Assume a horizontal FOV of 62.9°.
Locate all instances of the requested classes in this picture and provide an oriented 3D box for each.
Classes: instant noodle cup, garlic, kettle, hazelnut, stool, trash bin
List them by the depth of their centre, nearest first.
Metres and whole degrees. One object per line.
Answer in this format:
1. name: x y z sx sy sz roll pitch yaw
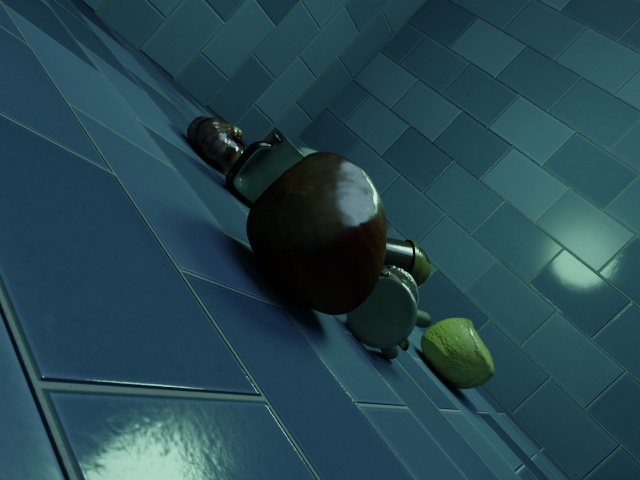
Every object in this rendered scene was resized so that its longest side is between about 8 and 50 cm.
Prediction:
1. hazelnut: 0.007 -0.015 1.210 0.366 0.366 0.366 44 6 -5
2. stool: 0.195 0.215 1.495 0.195 0.195 0.198 47 5 25
3. instant noodle cup: 0.199 0.186 1.731 0.217 0.217 0.207 46 13 20
4. kettle: -0.194 -0.246 1.752 0.165 0.255 0.240 50 6 27
5. garlic: -0.359 -0.360 1.892 0.245 0.160 0.245 43 7 -6
6. trash bin: 0.298 0.087 2.168 0.333 0.214 0.214 14 13 -12

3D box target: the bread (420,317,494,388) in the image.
1. bread: 0.560 0.467 2.146 0.321 0.237 0.321 53 14 -19

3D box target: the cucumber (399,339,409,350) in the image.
1. cucumber: 0.309 0.375 1.954 0.067 0.035 0.107 45 4 20

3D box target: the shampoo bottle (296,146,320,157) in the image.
1. shampoo bottle: -0.054 -0.198 2.074 0.317 0.323 0.322 35 9 -24
